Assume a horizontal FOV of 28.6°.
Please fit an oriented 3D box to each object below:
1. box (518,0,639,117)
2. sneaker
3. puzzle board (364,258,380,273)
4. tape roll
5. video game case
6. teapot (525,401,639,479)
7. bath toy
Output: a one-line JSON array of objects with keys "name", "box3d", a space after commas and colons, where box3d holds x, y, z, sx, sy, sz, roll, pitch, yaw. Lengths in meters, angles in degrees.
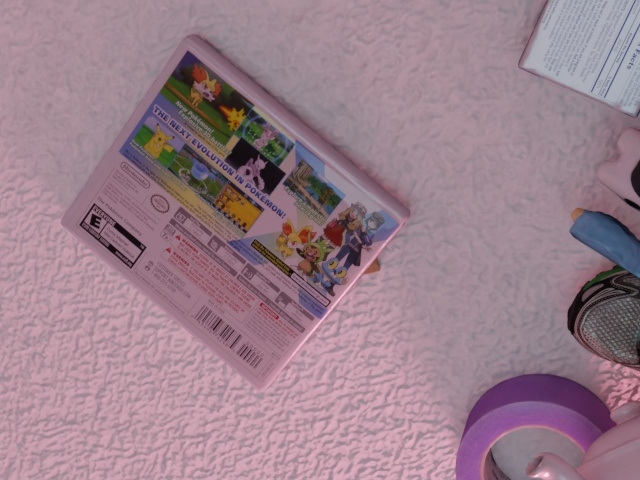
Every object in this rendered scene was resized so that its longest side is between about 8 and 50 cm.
[{"name": "box", "box3d": [0.296, -0.216, 1.312, 0.137, 0.072, 0.126, 25, 112, 6]}, {"name": "sneaker", "box3d": [0.436, 0.114, 1.346, 0.344, 0.146, 0.134, 12, 110, 11]}, {"name": "puzzle board", "box3d": [0.000, 0.000, 1.494, 0.128, 0.011, 0.096, -9, 106, 18]}, {"name": "tape roll", "box3d": [0.257, 0.258, 1.475, 0.189, 0.080, 0.188, 4, 108, 12]}, {"name": "video game case", "box3d": [-0.108, -0.027, 1.489, 0.329, 0.036, 0.300, 40, 114, 3]}, {"name": "teapot", "box3d": [0.363, 0.258, 1.323, 0.253, 0.256, 0.187, -24, 72, 6]}, {"name": "bath toy", "box3d": [0.402, -0.117, 1.285, 0.129, 0.151, 0.348, 36, 107, 23]}]
